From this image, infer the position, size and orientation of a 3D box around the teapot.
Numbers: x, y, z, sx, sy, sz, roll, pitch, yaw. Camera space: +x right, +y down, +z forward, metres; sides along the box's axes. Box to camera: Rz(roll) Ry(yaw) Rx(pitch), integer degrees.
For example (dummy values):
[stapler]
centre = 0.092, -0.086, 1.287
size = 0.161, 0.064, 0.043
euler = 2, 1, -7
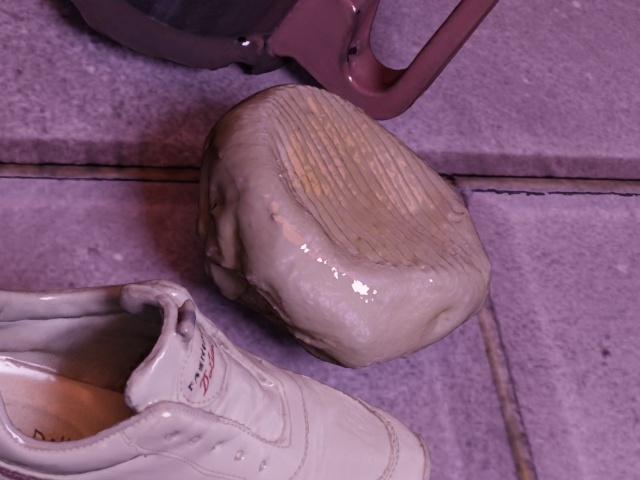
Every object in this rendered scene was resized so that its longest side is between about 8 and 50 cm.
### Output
[teapot]
centre = -0.021, -0.280, 0.989
size = 0.376, 0.362, 0.305
euler = 44, 50, 0

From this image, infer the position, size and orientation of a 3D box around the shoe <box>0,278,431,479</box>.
[shoe]
centre = -0.083, 0.107, 0.786
size = 0.342, 0.210, 0.132
euler = 7, 54, -14

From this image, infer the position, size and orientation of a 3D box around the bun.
[bun]
centre = 0.000, 0.000, 0.934
size = 0.231, 0.133, 0.231
euler = 27, 33, -20
